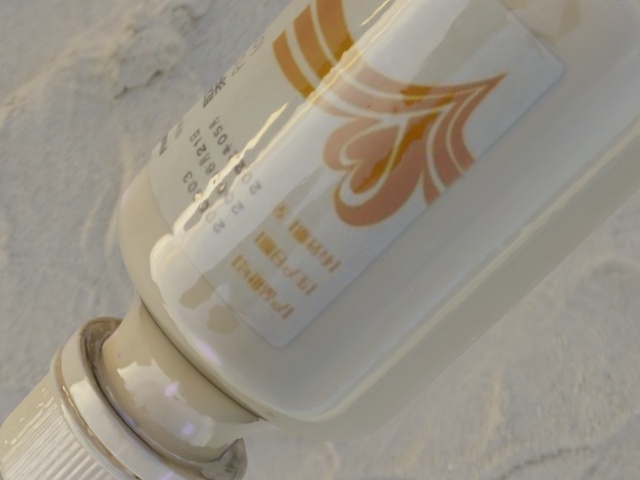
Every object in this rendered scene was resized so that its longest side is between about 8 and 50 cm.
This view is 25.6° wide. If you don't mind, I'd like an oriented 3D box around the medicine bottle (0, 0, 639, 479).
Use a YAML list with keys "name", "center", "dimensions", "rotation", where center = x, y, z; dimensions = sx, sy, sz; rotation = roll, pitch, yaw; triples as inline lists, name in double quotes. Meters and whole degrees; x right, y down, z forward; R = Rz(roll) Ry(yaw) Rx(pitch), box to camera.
- name: "medicine bottle"
  center: [0.000, 0.000, 0.439]
  dimensions: [0.114, 0.114, 0.252]
  rotation: [42, 107, -8]
